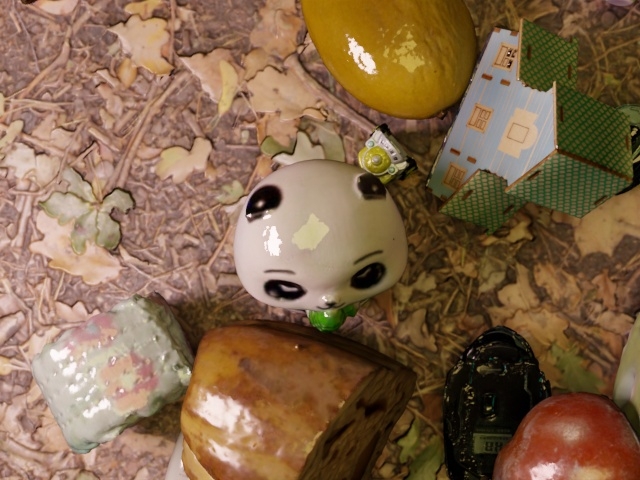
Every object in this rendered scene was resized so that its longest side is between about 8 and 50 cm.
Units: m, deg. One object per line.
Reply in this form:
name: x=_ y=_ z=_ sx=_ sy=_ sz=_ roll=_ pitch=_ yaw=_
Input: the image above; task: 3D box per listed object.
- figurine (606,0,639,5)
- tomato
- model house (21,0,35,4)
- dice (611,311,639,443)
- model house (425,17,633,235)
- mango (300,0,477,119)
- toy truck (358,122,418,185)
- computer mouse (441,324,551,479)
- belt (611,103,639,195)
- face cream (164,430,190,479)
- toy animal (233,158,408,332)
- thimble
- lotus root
figurine: x=0.384 y=-0.390 z=1.026 sx=0.237 sy=0.141 sz=0.162 roll=0 pitch=92 yaw=4
tomato: x=0.289 y=0.298 z=0.950 sx=0.155 sy=0.181 sz=0.214 roll=-7 pitch=108 yaw=-11
model house: x=-0.359 y=-0.515 z=1.022 sx=0.317 sy=0.282 sz=0.297 roll=-23 pitch=85 yaw=4
dice: x=0.516 y=0.174 z=0.936 sx=0.254 sy=0.252 sz=0.249 roll=24 pitch=90 yaw=3
model house: x=0.276 y=-0.118 z=0.960 sx=0.178 sy=0.206 sz=0.271 roll=19 pitch=101 yaw=-29
mango: x=0.076 y=-0.302 z=1.055 sx=0.195 sy=0.142 sz=0.331 roll=-38 pitch=78 yaw=-3
toy truck: x=0.080 y=-0.105 z=1.055 sx=0.077 sy=0.111 sz=0.076 roll=-38 pitch=84 yaw=8
computer mouse: x=0.225 y=0.225 z=1.042 sx=0.147 sy=0.077 sz=0.241 roll=4 pitch=98 yaw=-3
belt: x=0.397 y=-0.119 z=1.054 sx=0.105 sy=0.058 sz=0.140 roll=39 pitch=90 yaw=2
face cream: x=-0.183 y=0.348 z=1.083 sx=0.072 sy=0.051 sz=0.182 roll=9 pitch=87 yaw=4
toy animal: x=0.001 y=0.010 z=0.982 sx=0.213 sy=0.267 sz=0.212 roll=0 pitch=91 yaw=1
thimble: x=-0.257 y=0.168 z=1.026 sx=0.211 sy=0.185 sz=0.149 roll=-33 pitch=83 yaw=27
lotus root: x=-0.059 y=0.238 z=0.967 sx=0.250 sy=0.316 sz=0.316 roll=24 pitch=89 yaw=16
